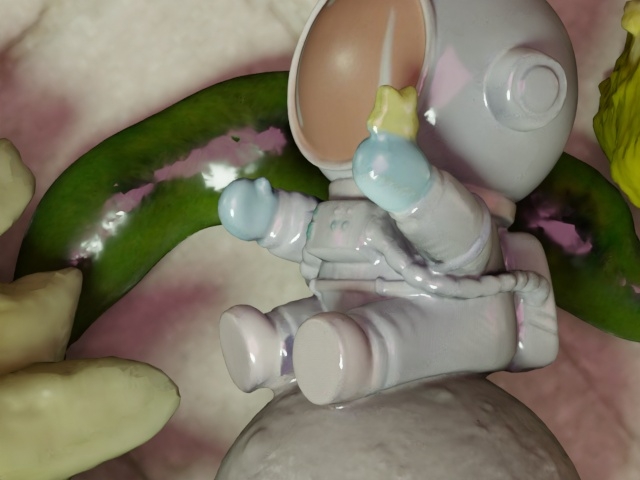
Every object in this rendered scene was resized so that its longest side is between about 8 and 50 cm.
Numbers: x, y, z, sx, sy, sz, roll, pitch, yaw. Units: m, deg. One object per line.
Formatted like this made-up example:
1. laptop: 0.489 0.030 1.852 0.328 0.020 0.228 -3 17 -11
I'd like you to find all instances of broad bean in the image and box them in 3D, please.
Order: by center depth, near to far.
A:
1. broad bean: 0.000 0.000 0.799 0.292 0.049 0.144 -12 92 0

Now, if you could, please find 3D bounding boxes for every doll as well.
1. doll: 0.036 0.029 0.713 0.151 0.151 0.287 6 86 -1

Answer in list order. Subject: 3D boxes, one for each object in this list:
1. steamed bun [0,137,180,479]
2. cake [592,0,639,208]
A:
1. steamed bun: -0.200 0.071 0.716 0.247 0.189 0.428 -29 71 26
2. cake: 0.209 -0.112 0.743 0.156 0.179 0.260 24 85 1
